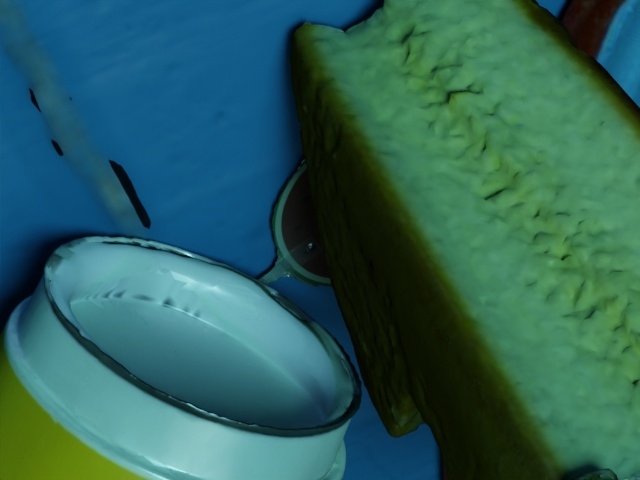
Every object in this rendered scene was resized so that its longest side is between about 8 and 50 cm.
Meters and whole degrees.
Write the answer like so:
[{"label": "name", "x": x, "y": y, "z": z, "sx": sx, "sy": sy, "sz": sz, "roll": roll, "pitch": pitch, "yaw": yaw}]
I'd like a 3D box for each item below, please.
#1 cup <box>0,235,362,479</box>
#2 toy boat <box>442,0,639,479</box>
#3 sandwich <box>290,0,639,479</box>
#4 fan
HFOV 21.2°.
[{"label": "cup", "x": -0.100, "y": 0.148, "z": 0.685, "sx": 0.196, "sy": 0.196, "sz": 0.279, "roll": 14, "pitch": 114, "yaw": -29}, {"label": "toy boat", "x": 0.127, "y": 0.048, "z": 0.759, "sx": 0.136, "sy": 0.079, "sz": 0.392, "roll": -1, "pitch": 125, "yaw": -18}, {"label": "sandwich", "x": 0.078, "y": 0.016, "z": 0.612, "sx": 0.122, "sy": 0.235, "sz": 0.128, "roll": -18, "pitch": 144, "yaw": -15}, {"label": "fan", "x": 0.000, "y": 0.000, "z": 0.712, "sx": 0.133, "sy": 0.005, "sz": 0.085, "roll": -34, "pitch": 132, "yaw": 7}]
